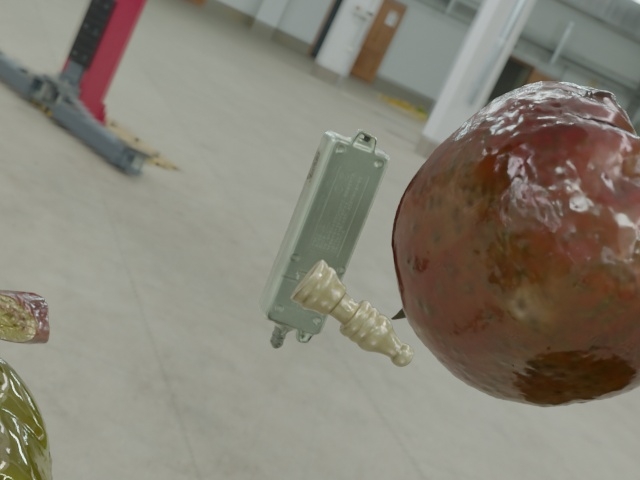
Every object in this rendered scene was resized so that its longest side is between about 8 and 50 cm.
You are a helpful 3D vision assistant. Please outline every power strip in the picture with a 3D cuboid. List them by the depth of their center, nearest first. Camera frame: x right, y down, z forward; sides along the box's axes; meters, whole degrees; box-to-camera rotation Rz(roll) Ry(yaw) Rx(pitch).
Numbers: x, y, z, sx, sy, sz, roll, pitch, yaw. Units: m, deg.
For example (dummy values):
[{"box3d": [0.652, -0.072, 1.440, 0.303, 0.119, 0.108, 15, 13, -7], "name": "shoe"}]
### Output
[{"box3d": [0.000, 0.000, 1.643, 0.098, 0.338, 0.058, 19, 8, -18], "name": "power strip"}]

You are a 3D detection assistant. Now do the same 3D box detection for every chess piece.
[{"box3d": [0.025, 0.055, 0.785, 0.092, 0.035, 0.035, 39, 10, -5], "name": "chess piece"}]

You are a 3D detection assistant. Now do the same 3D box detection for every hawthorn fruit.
[{"box3d": [0.256, 0.018, 1.378, 0.402, 0.403, 0.403, 25, 11, -5], "name": "hawthorn fruit"}]

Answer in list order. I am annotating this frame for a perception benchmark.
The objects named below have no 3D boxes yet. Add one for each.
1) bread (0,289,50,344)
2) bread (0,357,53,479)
[{"box3d": [-0.430, 0.102, 1.586, 0.119, 0.067, 0.192, 11, -2, 14], "name": "bread"}, {"box3d": [-0.243, 0.206, 0.577, 0.208, 0.251, 0.377, 30, 20, -31], "name": "bread"}]
